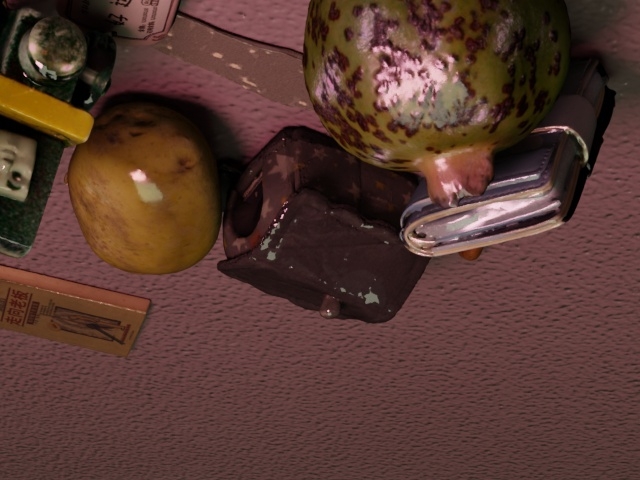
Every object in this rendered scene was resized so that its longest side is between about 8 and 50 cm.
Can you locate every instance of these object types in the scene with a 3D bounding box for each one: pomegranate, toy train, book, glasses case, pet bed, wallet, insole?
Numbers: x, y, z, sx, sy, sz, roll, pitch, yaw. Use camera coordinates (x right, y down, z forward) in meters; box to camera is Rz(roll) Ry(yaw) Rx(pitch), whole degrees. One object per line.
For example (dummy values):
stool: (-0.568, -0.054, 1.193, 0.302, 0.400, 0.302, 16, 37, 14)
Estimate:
pomegranate: (0.105, -0.161, 1.383, 0.254, 0.270, 0.254, -9, 176, -1)
toy train: (-0.346, -0.106, 1.501, 0.160, 0.253, 0.397, 25, 164, -27)
book: (-0.368, 0.101, 2.130, 0.231, 0.026, 0.161, 14, 149, -11)
glasses case: (-0.175, -0.283, 1.401, 0.122, 0.075, 0.314, 15, 150, -9)
pet bed: (0.000, 0.000, 1.736, 0.211, 0.159, 0.183, 22, 137, -27)
wallet: (0.191, -0.086, 1.500, 0.176, 0.250, 0.075, -14, 117, 31)
insole: (-0.074, -0.189, 1.603, 0.248, 0.011, 0.081, 20, 144, -19)

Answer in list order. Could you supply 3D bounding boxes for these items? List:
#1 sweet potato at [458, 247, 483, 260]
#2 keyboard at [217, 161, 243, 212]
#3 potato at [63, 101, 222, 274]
sweet potato: (0.198, -0.017, 1.814, 0.044, 0.044, 0.179, 15, 147, -13)
keyboard: (-0.048, -0.031, 1.848, 0.230, 0.025, 0.093, 26, 143, -29)
potato: (-0.198, -0.057, 1.711, 0.197, 0.148, 0.228, 10, 139, 22)
